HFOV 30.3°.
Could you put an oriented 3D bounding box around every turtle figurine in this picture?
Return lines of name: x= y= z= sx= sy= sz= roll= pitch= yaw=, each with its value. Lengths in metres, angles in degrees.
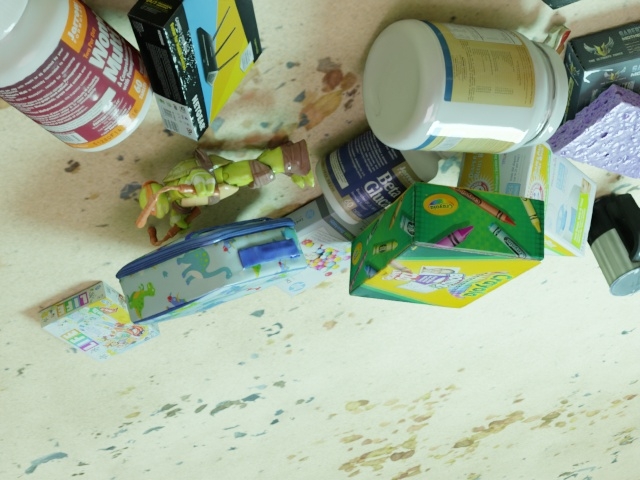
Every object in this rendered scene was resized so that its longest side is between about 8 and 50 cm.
turtle figurine: x=-0.126 y=-0.067 z=1.403 sx=0.217 sy=0.087 sz=0.269 roll=-16 pitch=172 yaw=-13

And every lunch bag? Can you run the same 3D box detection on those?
lunch bag: x=-0.129 y=0.033 z=1.473 sx=0.176 sy=0.090 sz=0.219 roll=-20 pitch=176 yaw=32

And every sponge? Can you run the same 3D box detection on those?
sponge: x=0.404 y=-0.134 z=1.528 sx=0.210 sy=0.031 sz=0.117 roll=10 pitch=141 yaw=-39

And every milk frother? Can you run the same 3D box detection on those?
milk frother: x=0.419 y=0.006 z=1.776 sx=0.143 sy=0.135 sz=0.129 roll=-19 pitch=149 yaw=-1

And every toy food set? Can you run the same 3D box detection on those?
toy food set: x=0.267 y=-0.216 z=1.430 sx=0.078 sy=0.019 sz=0.122 roll=-29 pitch=151 yaw=-44

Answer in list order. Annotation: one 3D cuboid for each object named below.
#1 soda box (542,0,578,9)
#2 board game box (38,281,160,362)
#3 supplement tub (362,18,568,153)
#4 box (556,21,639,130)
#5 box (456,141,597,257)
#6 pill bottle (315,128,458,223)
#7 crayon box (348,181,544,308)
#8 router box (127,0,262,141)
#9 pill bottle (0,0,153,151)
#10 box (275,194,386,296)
soda box: x=0.304 y=-0.301 z=1.245 sx=0.169 sy=0.053 sz=0.060 roll=-13 pitch=157 yaw=37
board game box: x=-0.306 y=0.116 z=1.651 sx=0.103 sy=0.026 sz=0.154 roll=-25 pitch=149 yaw=11
supplement tub: x=0.164 y=-0.171 z=1.338 sx=0.200 sy=0.144 sz=0.144 roll=0 pitch=144 yaw=-29
box: x=0.422 y=-0.205 z=1.513 sx=0.233 sy=0.059 sz=0.183 roll=-15 pitch=150 yaw=-5
box: x=0.275 y=-0.058 z=1.580 sx=0.103 sy=0.114 sz=0.203 roll=3 pitch=165 yaw=37
pill bottle: x=0.086 y=-0.098 z=1.461 sx=0.169 sy=0.094 sz=0.094 roll=-31 pitch=148 yaw=18
crayon box: x=0.152 y=0.013 z=1.497 sx=0.165 sy=0.081 sz=0.278 roll=7 pitch=163 yaw=-13
router box: x=-0.118 y=-0.202 z=1.155 sx=0.133 sy=0.046 sz=0.179 roll=-58 pitch=161 yaw=-24
pill bottle: x=-0.263 y=-0.180 z=1.108 sx=0.121 sy=0.121 sz=0.221 roll=-28 pitch=149 yaw=14
box: x=0.000 y=0.000 z=1.627 sx=0.186 sy=0.038 sz=0.145 roll=-27 pitch=148 yaw=16
